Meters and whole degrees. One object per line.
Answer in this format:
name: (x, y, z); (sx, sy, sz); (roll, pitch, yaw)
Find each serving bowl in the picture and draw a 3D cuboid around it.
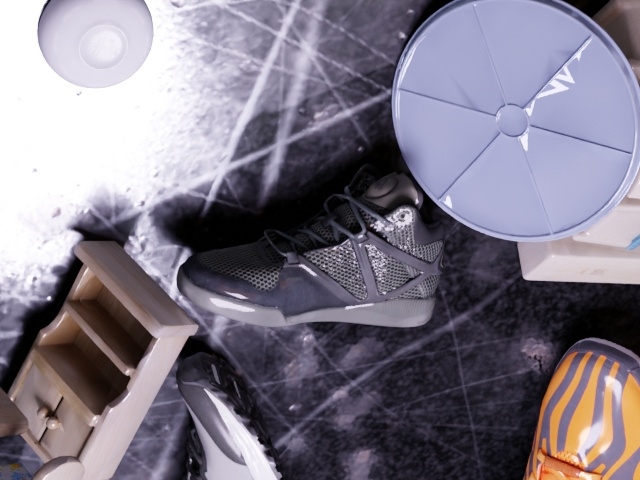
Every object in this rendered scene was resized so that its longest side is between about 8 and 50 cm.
serving bowl: (-0.156, -0.142, 1.176); (0.083, 0.027, 0.083); (-11, 124, -16)

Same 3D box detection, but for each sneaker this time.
sneaker: (0.211, 0.251, 1.463); (0.180, 0.125, 0.321); (-35, 137, -46)
sneaker: (-0.079, 0.211, 1.387); (0.108, 0.100, 0.271); (-18, 126, -4)
sneaker: (0.000, 0.000, 1.293); (0.228, 0.087, 0.130); (2, 118, -26)

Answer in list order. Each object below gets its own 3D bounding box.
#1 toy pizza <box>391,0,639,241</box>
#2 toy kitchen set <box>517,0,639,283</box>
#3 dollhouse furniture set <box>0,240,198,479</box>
toy pizza: (0.150, -0.095, 1.263); (0.201, 0.032, 0.201); (11, 116, 22)
toy kitchen set: (0.253, -0.079, 1.356); (0.122, 0.166, 0.207); (3, 156, -23)
dollhouse furniture set: (-0.233, 0.096, 1.191); (0.242, 0.212, 0.161); (-1, 126, -52)
